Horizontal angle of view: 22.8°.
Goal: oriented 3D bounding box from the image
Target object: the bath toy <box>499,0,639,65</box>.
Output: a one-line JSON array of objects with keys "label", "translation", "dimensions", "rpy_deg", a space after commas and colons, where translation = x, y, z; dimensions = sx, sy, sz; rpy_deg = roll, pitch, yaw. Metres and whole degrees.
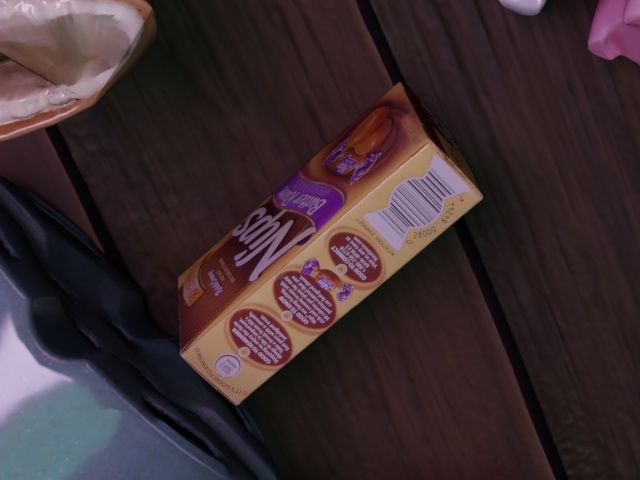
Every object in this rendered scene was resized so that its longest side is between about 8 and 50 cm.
[{"label": "bath toy", "translation": [0.196, -0.167, 0.865], "dimensions": [0.348, 0.151, 0.129], "rpy_deg": [29, 72, -17]}]

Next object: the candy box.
[{"label": "candy box", "translation": [0.000, 0.000, 0.917], "dimensions": [0.187, 0.109, 0.053], "rpy_deg": [-42, 110, 11]}]

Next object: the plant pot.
[{"label": "plant pot", "translation": [-0.224, 0.158, 0.860], "dimensions": [0.334, 0.341, 0.341], "rpy_deg": [-44, 110, 4]}]

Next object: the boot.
[{"label": "boot", "translation": [-0.093, -0.140, 0.762], "dimensions": [0.236, 0.269, 0.089], "rpy_deg": [-21, 115, 4]}]
